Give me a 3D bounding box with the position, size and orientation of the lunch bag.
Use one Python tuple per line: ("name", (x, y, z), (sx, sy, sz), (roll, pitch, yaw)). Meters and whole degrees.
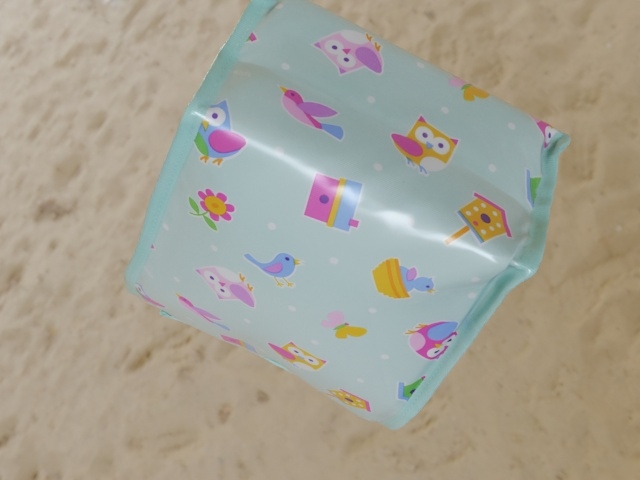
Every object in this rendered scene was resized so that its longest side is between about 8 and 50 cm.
("lunch bag", (0.000, 0.000, 0.761), (0.262, 0.223, 0.160), (-60, 6, 51))
